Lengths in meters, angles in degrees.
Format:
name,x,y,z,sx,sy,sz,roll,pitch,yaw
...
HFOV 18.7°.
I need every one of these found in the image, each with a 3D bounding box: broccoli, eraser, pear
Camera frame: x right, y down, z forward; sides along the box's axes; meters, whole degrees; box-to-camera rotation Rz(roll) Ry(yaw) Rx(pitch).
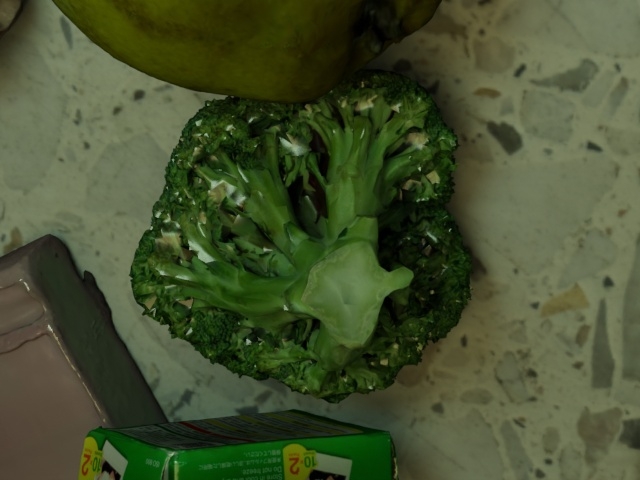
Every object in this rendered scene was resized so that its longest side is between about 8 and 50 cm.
name,x,y,z,sx,sy,sz,roll,pitch,yaw
broccoli,0.000,0.000,1.647,0.308,0.275,0.308,-2,99,-13
eraser,-0.347,0.188,1.852,0.359,0.122,0.272,-24,99,19
pear,-0.084,-0.302,1.538,0.352,0.352,0.413,-38,92,20

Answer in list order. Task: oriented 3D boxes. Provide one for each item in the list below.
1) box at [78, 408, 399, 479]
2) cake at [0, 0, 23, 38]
name,x,y,z,sx,sy,sz,roll,pitch,yaw
box,-0.072,0.214,1.716,0.250,0.180,0.103,-2,94,-31
cake,-0.351,-0.226,1.717,0.207,0.178,0.185,32,133,42
